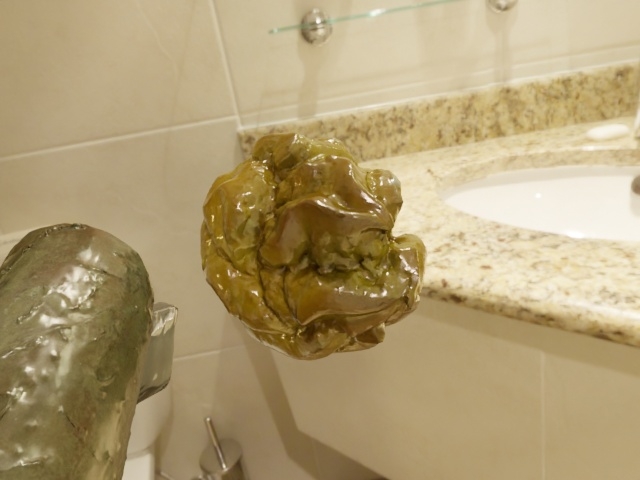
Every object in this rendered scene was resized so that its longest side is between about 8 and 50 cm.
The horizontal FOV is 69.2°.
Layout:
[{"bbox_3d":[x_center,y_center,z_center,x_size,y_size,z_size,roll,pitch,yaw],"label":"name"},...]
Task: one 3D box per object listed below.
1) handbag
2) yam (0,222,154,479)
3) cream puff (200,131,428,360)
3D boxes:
[{"bbox_3d":[-0.350,0.221,0.852,0.075,0.191,0.332,7,0,6],"label":"handbag"},{"bbox_3d":[-0.247,0.136,0.415,0.168,0.167,0.304,-10,41,0],"label":"yam"},{"bbox_3d":[-0.001,-0.002,0.632,0.291,0.324,0.257,-5,-5,-24],"label":"cream puff"}]
